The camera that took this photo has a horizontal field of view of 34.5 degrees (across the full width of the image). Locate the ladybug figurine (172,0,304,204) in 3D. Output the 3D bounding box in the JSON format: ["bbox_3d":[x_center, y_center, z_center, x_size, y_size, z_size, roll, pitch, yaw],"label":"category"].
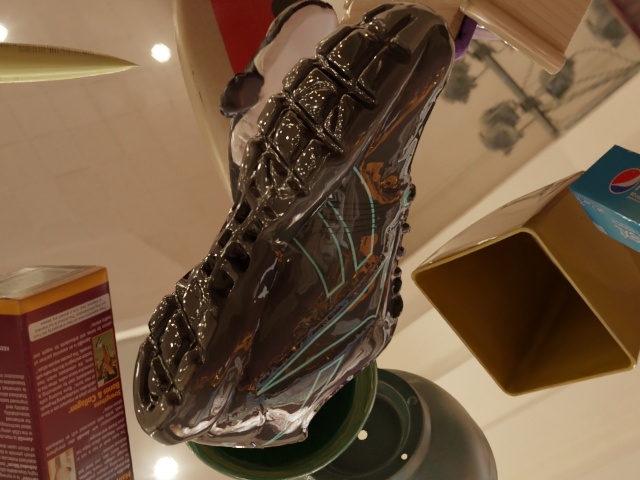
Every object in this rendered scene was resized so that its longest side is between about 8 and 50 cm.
[{"bbox_3d":[-0.046,-0.177,1.316,0.305,0.162,0.449,-80,-28,-52],"label":"ladybug figurine"}]

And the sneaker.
[{"bbox_3d":[0.000,0.000,0.555,0.106,0.267,0.101,24,-164,-29],"label":"sneaker"}]

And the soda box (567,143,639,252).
[{"bbox_3d":[0.331,-0.025,0.992,0.067,0.071,0.210,49,179,-25],"label":"soda box"}]

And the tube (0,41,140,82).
[{"bbox_3d":[-0.390,-0.260,1.514,0.240,0.062,0.070,-4,-125,-20],"label":"tube"}]

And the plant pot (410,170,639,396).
[{"bbox_3d":[0.283,0.039,1.269,0.212,0.212,0.187,51,-127,-10],"label":"plant pot"}]

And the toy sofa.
[{"bbox_3d":[0.166,-0.284,1.327,0.150,0.362,0.177,28,-90,-25],"label":"toy sofa"}]

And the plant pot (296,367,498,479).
[{"bbox_3d":[0.074,0.287,1.362,0.196,0.293,0.293,64,-157,-50],"label":"plant pot"}]

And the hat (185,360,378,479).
[{"bbox_3d":[-0.041,0.090,0.950,0.173,0.208,0.183,31,-169,-14],"label":"hat"}]

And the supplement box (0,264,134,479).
[{"bbox_3d":[-0.210,0.120,0.776,0.104,0.080,0.188,-25,-67,-62],"label":"supplement box"}]

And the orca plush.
[{"bbox_3d":[-0.042,-0.111,1.078,0.151,0.287,0.102,-11,-155,-19],"label":"orca plush"}]
